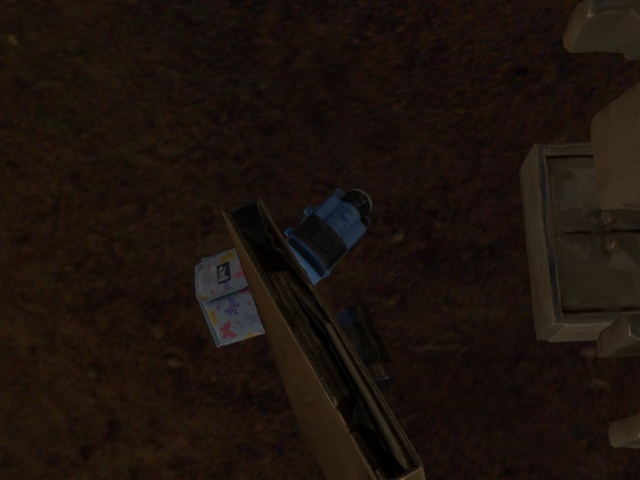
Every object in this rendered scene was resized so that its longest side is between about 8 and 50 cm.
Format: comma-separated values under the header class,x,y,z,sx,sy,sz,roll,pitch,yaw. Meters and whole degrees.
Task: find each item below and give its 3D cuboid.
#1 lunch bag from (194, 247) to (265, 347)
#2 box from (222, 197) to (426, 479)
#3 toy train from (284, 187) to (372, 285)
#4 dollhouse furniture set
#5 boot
class,x,y,z,sx,sy,sz,roll,pitch,yaw
lunch bag,-0.076,0.049,1.014,0.071,0.053,0.083,-18,94,23
box,0.012,0.096,0.529,0.021,0.201,0.164,-26,51,-9
toy train,0.000,0.000,1.329,0.080,0.184,0.105,48,137,-3
dollhouse furniture set,0.307,-0.045,0.751,0.256,0.394,0.362,-2,74,-2
boot,0.019,0.162,1.441,0.219,0.082,0.106,-33,65,49
